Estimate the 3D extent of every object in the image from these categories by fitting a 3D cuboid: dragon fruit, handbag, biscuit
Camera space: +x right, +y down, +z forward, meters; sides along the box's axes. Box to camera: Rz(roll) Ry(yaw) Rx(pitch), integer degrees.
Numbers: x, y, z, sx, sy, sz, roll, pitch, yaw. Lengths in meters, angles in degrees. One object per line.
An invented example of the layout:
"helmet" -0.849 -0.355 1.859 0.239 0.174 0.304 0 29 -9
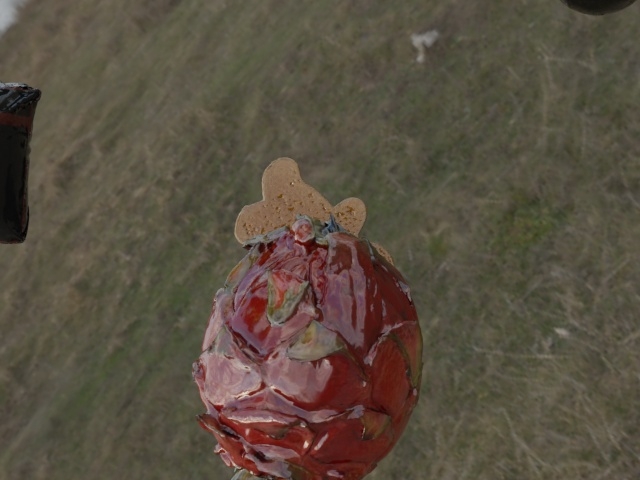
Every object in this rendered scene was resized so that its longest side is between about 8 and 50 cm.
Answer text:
"dragon fruit" -0.013 0.146 1.078 0.277 0.277 0.343 20 86 62
"handbag" -0.389 -0.094 0.902 0.155 0.215 0.169 21 100 54
"biscuit" 0.000 0.000 1.356 0.165 0.250 0.036 -57 -1 0

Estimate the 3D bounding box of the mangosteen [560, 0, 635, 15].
"mangosteen" 0.421 -0.475 1.428 0.211 0.250 0.211 -45 -10 -11
